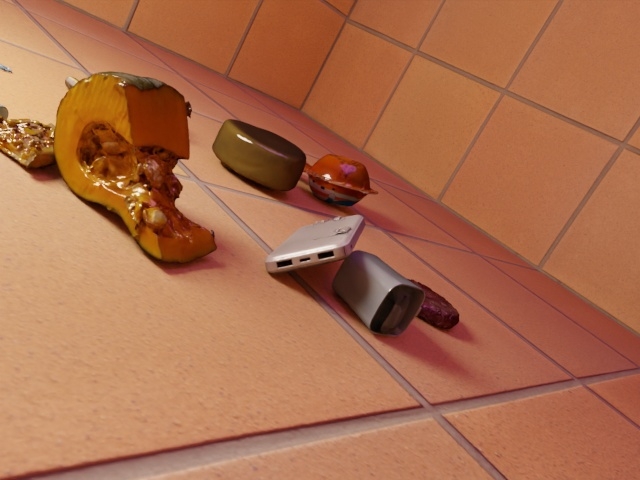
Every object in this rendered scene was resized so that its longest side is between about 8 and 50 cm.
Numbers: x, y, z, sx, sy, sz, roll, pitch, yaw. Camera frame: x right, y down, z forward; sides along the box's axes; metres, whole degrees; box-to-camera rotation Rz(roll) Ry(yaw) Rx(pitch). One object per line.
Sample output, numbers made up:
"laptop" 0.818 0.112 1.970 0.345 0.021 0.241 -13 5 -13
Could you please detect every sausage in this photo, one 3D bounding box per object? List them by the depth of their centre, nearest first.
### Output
"sausage" -0.491 -0.302 1.223 0.269 0.033 0.033 36 17 26

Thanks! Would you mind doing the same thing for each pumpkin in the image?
"pumpkin" -0.240 -0.118 0.785 0.280 0.190 0.139 36 15 20

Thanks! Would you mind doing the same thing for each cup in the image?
"cup" 0.106 0.089 0.928 0.128 0.095 0.129 16 19 -42

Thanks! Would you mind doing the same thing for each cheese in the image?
"cheese" 0.017 -0.192 1.625 0.329 0.129 0.217 23 15 25

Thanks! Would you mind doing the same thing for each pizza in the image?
"pizza" -0.442 -0.156 0.824 0.131 0.041 0.178 24 16 -12

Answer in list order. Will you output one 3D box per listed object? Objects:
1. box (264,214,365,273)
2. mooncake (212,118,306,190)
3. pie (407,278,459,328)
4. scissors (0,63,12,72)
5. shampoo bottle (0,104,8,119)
"box" 0.000 0.000 0.991 0.142 0.044 0.285 -11 10 12
"mooncake" -0.141 -0.202 1.376 0.234 0.117 0.235 27 18 -9
"pie" 0.214 0.125 1.119 0.154 0.036 0.154 27 15 -8
"scissors" -0.681 -0.374 1.161 0.083 0.006 0.036 36 14 23
"shampoo bottle" -0.569 -0.240 0.863 0.190 0.041 0.069 32 10 10
